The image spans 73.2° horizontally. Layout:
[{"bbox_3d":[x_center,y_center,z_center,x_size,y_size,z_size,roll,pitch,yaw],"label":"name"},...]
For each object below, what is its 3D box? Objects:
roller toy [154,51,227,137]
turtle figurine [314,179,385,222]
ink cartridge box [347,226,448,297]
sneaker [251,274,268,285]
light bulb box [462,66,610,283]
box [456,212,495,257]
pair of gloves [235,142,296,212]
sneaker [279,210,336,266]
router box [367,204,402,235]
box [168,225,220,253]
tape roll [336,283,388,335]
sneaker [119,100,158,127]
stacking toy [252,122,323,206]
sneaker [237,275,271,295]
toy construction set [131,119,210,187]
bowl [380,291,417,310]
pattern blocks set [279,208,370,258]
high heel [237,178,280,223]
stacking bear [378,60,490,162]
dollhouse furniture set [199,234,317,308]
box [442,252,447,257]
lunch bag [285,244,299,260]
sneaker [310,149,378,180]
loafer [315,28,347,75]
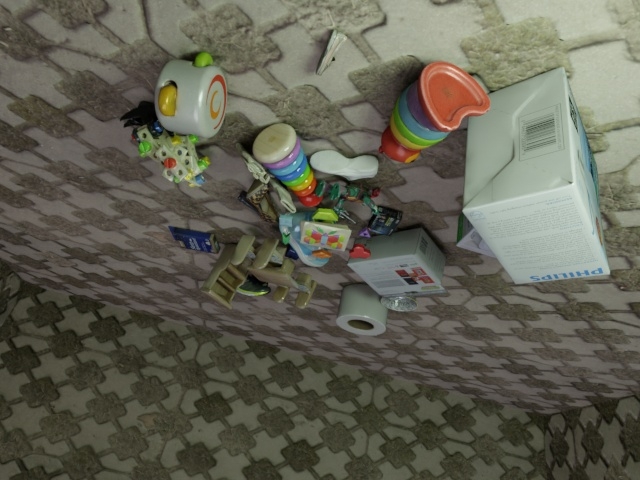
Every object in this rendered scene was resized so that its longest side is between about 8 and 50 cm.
[{"bbox_3d":[-0.348,-0.376,1.151,0.147,0.209,0.191,12,155,5],"label":"roller toy"},{"bbox_3d":[0.105,-0.138,1.437,0.234,0.118,0.175,17,164,-40],"label":"turtle figurine"},{"bbox_3d":[0.313,0.100,1.689,0.310,0.130,0.272,-11,137,41],"label":"ink cartridge box"},{"bbox_3d":[-0.309,0.214,2.226,0.097,0.084,0.235,-7,160,-38],"label":"sneaker"},{"bbox_3d":[0.525,-0.135,1.046,0.226,0.357,0.361,-12,142,38],"label":"light bulb box"},{"bbox_3d":[0.610,-0.049,1.379,0.262,0.126,0.231,17,151,-4],"label":"box"},{"bbox_3d":[-0.171,-0.209,1.387,0.042,0.204,0.240,-41,125,8],"label":"pair of gloves"},{"bbox_3d":[0.000,0.000,1.692,0.208,0.127,0.319,-6,144,32],"label":"sneaker"},{"bbox_3d":[0.233,-0.070,1.569,0.092,0.038,0.122,15,149,-4],"label":"router box"},{"bbox_3d":[-0.592,-0.001,2.005,0.226,0.036,0.136,11,149,7],"label":"box"},{"bbox_3d":[0.209,0.342,2.116,0.247,0.169,0.246,9,149,6],"label":"tape roll"},{"bbox_3d":[-0.516,-0.378,1.315,0.171,0.089,0.051,8,148,10],"label":"sneaker"},{"bbox_3d":[-0.077,-0.216,1.381,0.141,0.141,0.330,-3,150,26],"label":"stacking toy"},{"bbox_3d":[-0.379,0.193,2.112,0.300,0.121,0.111,15,-178,14],"label":"sneaker"},{"bbox_3d":[-0.449,-0.258,1.317,0.151,0.327,0.214,-23,100,-1],"label":"toy construction set"},{"bbox_3d":[0.370,0.258,2.005,0.170,0.080,0.170,10,148,6],"label":"bowl"},{"bbox_3d":[0.016,-0.014,1.544,0.325,0.026,0.285,2,144,10],"label":"pattern blocks set"},{"bbox_3d":[-0.182,-0.136,1.560,0.186,0.093,0.261,34,160,-19],"label":"high heel"},{"bbox_3d":[0.250,-0.296,1.095,0.164,0.176,0.289,58,156,5],"label":"stacking bear"},{"bbox_3d":[-0.289,0.178,1.889,0.395,0.256,0.362,7,151,34],"label":"dollhouse furniture set"},{"bbox_3d":[0.435,0.081,1.745,0.094,0.027,0.137,17,148,-7],"label":"box"},{"bbox_3d":[-0.107,0.043,1.856,0.065,0.067,0.098,21,151,-11],"label":"lunch bag"},{"bbox_3d":[0.073,-0.224,1.358,0.213,0.080,0.094,8,160,6],"label":"sneaker"},{"bbox_3d":[0.025,-0.447,1.043,0.039,0.045,0.125,15,147,-14],"label":"loafer"}]
